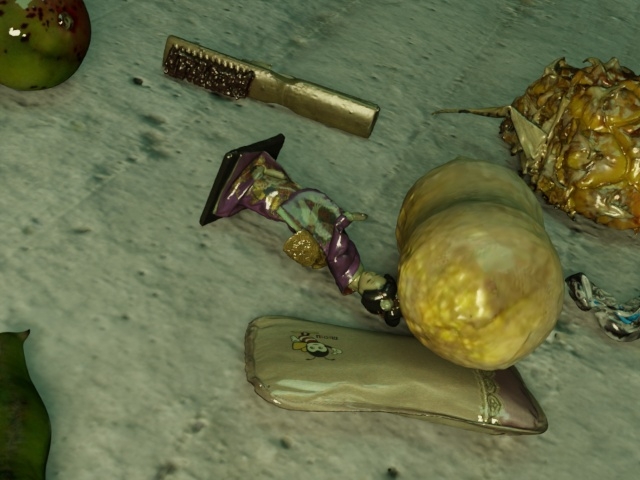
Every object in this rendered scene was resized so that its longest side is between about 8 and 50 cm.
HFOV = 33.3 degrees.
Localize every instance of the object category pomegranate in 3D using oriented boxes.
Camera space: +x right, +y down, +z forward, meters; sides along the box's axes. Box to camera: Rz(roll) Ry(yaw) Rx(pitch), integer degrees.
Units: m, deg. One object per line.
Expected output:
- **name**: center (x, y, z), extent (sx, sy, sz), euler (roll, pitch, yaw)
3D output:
- **pomegranate**: center (-0.290, -0.209, 1.046), extent (0.130, 0.130, 0.130), euler (13, 31, -8)

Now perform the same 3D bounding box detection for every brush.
- **brush**: center (-0.058, -0.164, 1.171), extent (0.248, 0.043, 0.036), euler (20, 38, 2)

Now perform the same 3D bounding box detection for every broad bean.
- **broad bean**: center (-0.182, 0.150, 0.603), extent (0.060, 0.043, 0.297), euler (1, 35, -9)

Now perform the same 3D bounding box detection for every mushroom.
- **mushroom**: center (-0.076, -0.192, 1.225), extent (0.101, 0.019, 0.049), euler (13, 32, -13)

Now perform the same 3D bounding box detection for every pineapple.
- **pineapple**: center (0.303, -0.115, 1.168), extent (0.158, 0.161, 0.334), euler (-12, 45, -37)

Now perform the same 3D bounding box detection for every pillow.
- **pillow**: center (0.055, 0.099, 0.810), extent (0.232, 0.038, 0.131), euler (10, 25, -11)

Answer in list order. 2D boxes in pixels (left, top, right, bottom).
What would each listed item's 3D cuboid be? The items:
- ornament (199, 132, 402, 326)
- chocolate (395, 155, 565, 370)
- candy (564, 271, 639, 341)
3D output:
- **ornament**: center (0.001, -0.008, 0.911), extent (0.203, 0.081, 0.088), euler (35, 36, 25)
- **chocolate**: center (0.127, 0.012, 0.873), extent (0.134, 0.134, 0.309), euler (16, 19, -3)
- **candy**: center (0.334, 0.050, 1.022), extent (0.226, 0.051, 0.094), euler (-2, 33, -29)
